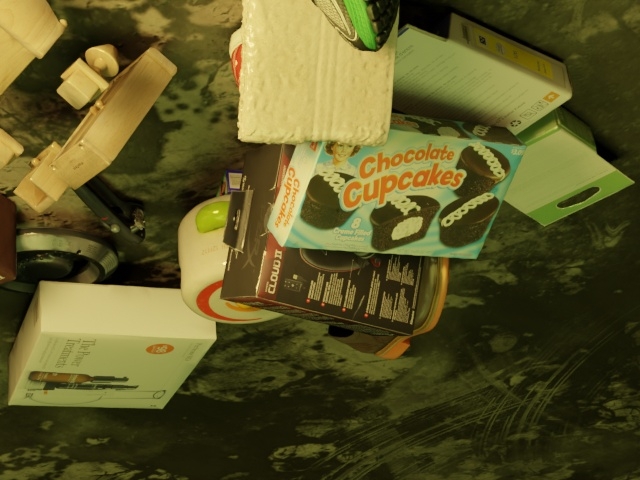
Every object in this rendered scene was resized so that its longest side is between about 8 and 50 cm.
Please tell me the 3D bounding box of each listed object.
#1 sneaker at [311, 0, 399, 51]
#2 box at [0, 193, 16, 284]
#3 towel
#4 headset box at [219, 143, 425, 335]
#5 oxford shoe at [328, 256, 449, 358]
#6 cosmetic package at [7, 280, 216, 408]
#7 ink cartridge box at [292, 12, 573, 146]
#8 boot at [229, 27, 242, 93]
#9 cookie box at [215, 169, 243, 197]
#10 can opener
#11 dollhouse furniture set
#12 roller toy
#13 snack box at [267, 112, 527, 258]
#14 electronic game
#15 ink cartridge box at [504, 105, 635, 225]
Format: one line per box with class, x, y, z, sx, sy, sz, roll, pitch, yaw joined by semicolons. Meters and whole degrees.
sneaker;-0.025;-0.343;1.475;0.146;0.134;0.343;-15;127;33
box;-0.602;-0.049;1.854;0.191;0.143;0.381;-19;149;18
towel;-0.002;-0.249;1.586;0.187;0.049;0.282;0;107;-14
headset box;0.000;0.000;1.892;0.293;0.218;0.110;15;169;-31
oxford shoe;0.114;0.097;2.271;0.133;0.130;0.363;9;146;-15
cosmetic package;-0.361;0.185;2.303;0.284;0.097;0.377;2;155;-20
ink cartridge box;0.128;-0.188;1.852;0.307;0.072;0.303;20;142;-35
boot;-0.001;-0.216;1.667;0.244;0.176;0.088;-26;145;27
cookie box;-0.108;-0.058;2.039;0.092;0.040;0.107;3;148;-17
can opener;-0.313;-0.049;1.992;0.073;0.059;0.186;-16;149;15
dollhouse furniture set;-0.380;-0.244;1.673;0.355;0.174;0.303;41;144;-16
roller toy;-0.111;0.034;2.009;0.209;0.146;0.191;12;146;-29
snack box;0.104;-0.073;1.805;0.322;0.060;0.187;3;121;-32
electronic game;-0.428;0.031;2.111;0.229;0.048;0.229;-3;157;-1
ink cartridge box;0.338;-0.112;2.036;0.171;0.056;0.235;-28;147;31
